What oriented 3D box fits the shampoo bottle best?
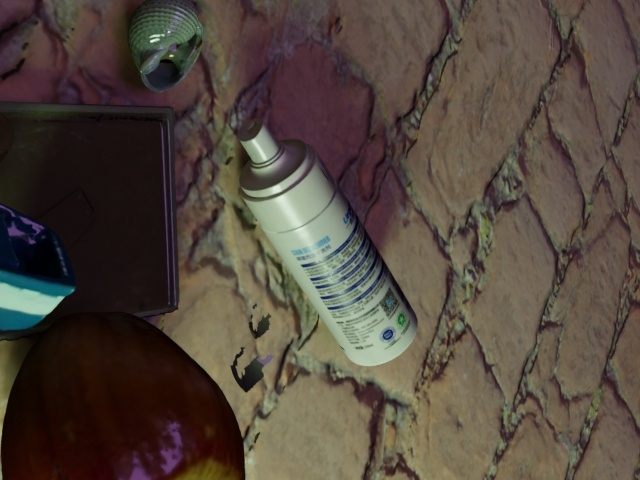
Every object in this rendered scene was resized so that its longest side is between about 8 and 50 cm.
[{"bbox_3d":[0.000,0.000,1.132,0.303,0.092,0.092,56,49,-34],"label":"shampoo bottle"}]

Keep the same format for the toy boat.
[{"bbox_3d":[-0.299,-0.012,0.714,0.299,0.096,0.062,25,114,-41],"label":"toy boat"}]

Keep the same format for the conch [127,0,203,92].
[{"bbox_3d":[-0.142,-0.177,0.981,0.085,0.057,0.076,-50,150,-14],"label":"conch"}]

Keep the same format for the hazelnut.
[{"bbox_3d":[-0.159,0.159,0.878,0.181,0.181,0.212,-59,149,-5],"label":"hazelnut"}]

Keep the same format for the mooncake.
[{"bbox_3d":[-0.151,0.007,0.878,0.347,0.057,0.150,54,44,-16],"label":"mooncake"}]

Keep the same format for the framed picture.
[{"bbox_3d":[-0.217,-0.019,0.915,0.265,0.018,0.192,-5,94,-52],"label":"framed picture"}]
